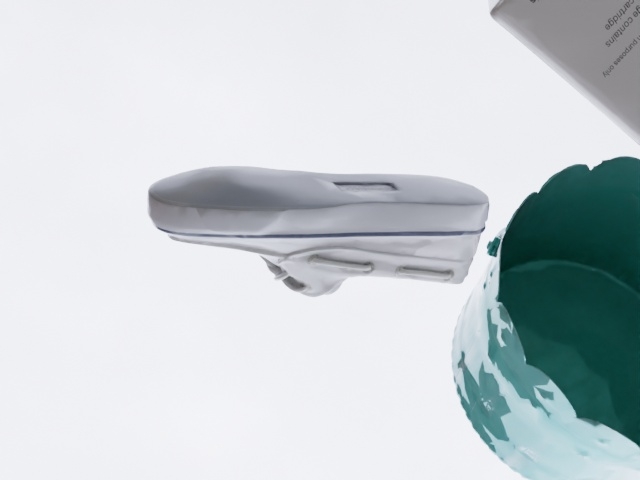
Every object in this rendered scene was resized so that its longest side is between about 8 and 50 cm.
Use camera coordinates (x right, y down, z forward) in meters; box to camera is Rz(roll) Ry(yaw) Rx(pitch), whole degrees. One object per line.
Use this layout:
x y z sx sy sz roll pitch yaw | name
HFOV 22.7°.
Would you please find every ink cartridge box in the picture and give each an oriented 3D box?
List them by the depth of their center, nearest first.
0.238 -0.104 0.968 0.273 0.198 0.115 40 -74 -7 | ink cartridge box

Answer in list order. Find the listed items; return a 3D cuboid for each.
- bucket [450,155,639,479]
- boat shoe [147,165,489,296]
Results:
0.255 0.084 1.395 0.281 0.183 0.281 7 -116 -14 | bucket
0.000 0.000 1.146 0.258 0.084 0.095 2 -159 -17 | boat shoe
